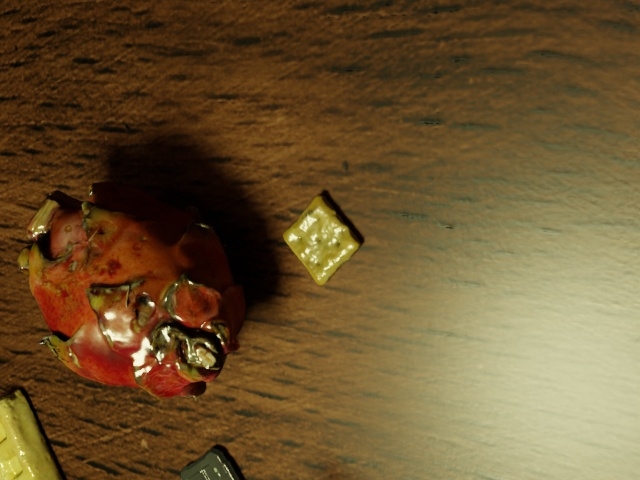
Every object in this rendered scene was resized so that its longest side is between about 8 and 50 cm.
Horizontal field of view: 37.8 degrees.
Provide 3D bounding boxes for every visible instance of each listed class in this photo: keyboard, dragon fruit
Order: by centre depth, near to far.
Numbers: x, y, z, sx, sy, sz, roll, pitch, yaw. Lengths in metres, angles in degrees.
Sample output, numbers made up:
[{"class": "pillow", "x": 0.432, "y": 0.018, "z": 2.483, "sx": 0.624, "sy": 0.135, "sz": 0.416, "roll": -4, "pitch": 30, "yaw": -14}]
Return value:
[{"class": "dragon fruit", "x": -0.231, "y": 0.062, "z": 1.156, "sx": 0.315, "sy": 0.250, "sz": 0.250, "roll": 12, "pitch": 108, "yaw": 15}, {"class": "keyboard", "x": -0.100, "y": 0.407, "z": 1.262, "sx": 0.106, "sy": 0.016, "sz": 0.262, "roll": -40, "pitch": 77, "yaw": 35}]

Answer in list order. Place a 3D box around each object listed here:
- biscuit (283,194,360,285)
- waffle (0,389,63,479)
[{"class": "biscuit", "x": 0.000, "y": 0.000, "z": 1.101, "sx": 0.081, "sy": 0.018, "sz": 0.083, "roll": 53, "pitch": 125, "yaw": 14}, {"class": "waffle", "x": -0.485, "y": 0.393, "z": 1.511, "sx": 0.168, "sy": 0.057, "sz": 0.274, "roll": -35, "pitch": 79, "yaw": 35}]
